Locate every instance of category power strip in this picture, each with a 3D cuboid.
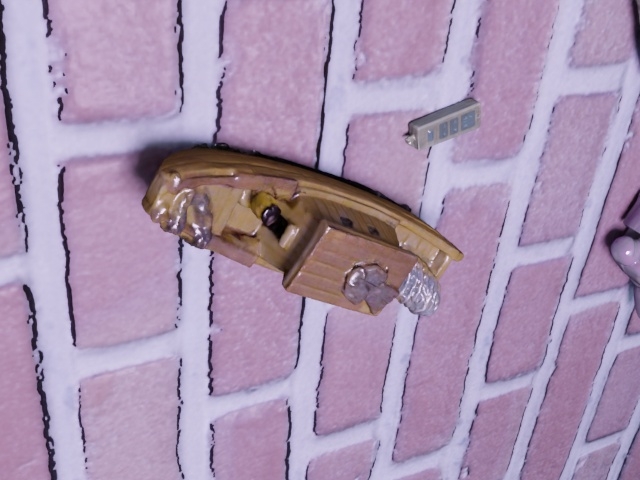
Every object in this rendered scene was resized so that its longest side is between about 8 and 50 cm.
[{"bbox_3d":[0.113,-0.106,0.734,0.083,0.017,0.027,-24,128,-18],"label":"power strip"}]

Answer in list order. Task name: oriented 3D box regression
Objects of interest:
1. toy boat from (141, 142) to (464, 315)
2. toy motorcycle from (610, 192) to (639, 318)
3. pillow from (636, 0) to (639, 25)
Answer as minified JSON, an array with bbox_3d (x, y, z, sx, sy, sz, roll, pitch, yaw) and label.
[{"bbox_3d":[0.000,0.000,0.667,0.321,0.121,0.089,17,115,-39],"label":"toy boat"},{"bbox_3d":[0.412,0.007,0.959,0.152,0.073,0.225,-23,128,-15],"label":"toy motorcycle"},{"bbox_3d":[0.341,-0.257,0.762,0.130,0.033,0.217,-38,132,-8],"label":"pillow"}]
